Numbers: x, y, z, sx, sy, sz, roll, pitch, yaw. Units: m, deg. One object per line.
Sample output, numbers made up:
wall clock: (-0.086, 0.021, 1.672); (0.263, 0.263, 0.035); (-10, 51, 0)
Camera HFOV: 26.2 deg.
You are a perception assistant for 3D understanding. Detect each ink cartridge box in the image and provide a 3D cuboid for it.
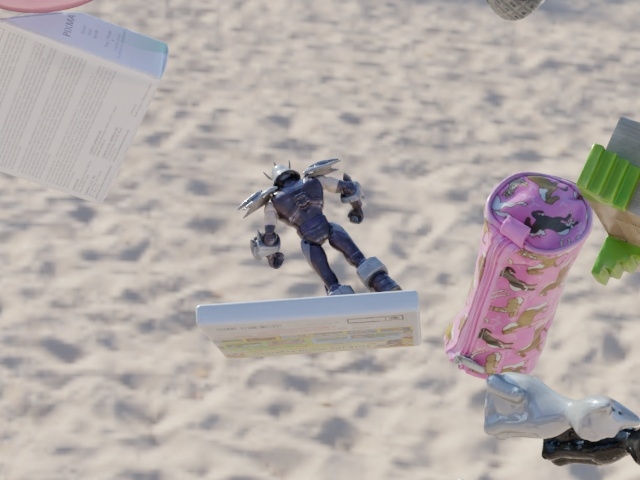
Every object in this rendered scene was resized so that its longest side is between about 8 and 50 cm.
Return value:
ink cartridge box: (-0.273, -0.138, 1.245); (0.224, 0.181, 0.056); (20, 45, -15)

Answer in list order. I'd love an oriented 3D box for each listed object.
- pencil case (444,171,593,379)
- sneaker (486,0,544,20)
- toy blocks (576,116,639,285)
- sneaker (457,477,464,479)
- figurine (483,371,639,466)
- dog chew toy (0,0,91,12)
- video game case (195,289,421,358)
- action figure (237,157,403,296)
pencil case: (0.292, 0.062, 2.067); (0.160, 0.386, 0.167); (10, 52, 0)
sneaker: (0.321, -0.414, 1.878); (0.129, 0.297, 0.111); (-31, 75, -37)
toy blocks: (0.452, -0.006, 1.504); (0.261, 0.191, 0.381); (22, -7, 26)
sneaker: (0.208, 0.456, 2.078); (0.135, 0.150, 0.366); (45, -3, 26)
figurine: (0.346, 0.237, 1.774); (0.215, 0.092, 0.209); (27, -18, -39)
dog chew toy: (-0.240, -0.309, 1.074); (0.206, 0.207, 0.332); (-3, 30, -20)
video game case: (-0.006, 0.092, 1.477); (0.227, 0.026, 0.206); (-5, -15, 4)
action figure: (0.000, 0.000, 1.939); (0.185, 0.285, 0.099); (-32, -21, -2)
